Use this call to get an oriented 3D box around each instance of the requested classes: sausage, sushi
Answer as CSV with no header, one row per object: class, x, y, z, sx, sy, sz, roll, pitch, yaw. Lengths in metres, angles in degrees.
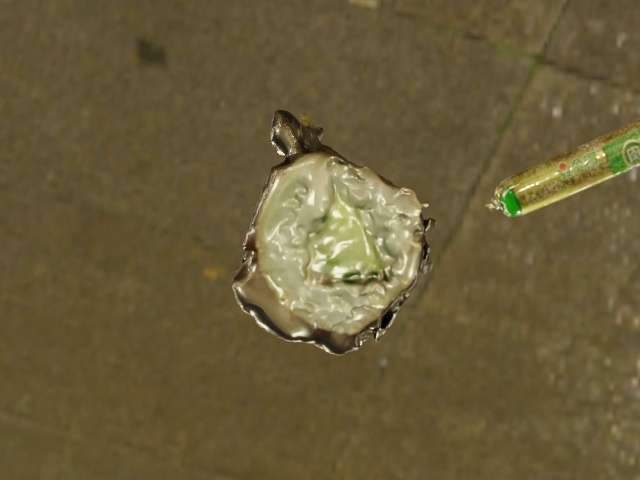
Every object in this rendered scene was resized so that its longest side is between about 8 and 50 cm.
sausage,0.245,-0.076,1.414,0.269,0.033,0.033,-23,129,6
sushi,0.001,0.001,0.911,0.098,0.084,0.094,34,91,4
